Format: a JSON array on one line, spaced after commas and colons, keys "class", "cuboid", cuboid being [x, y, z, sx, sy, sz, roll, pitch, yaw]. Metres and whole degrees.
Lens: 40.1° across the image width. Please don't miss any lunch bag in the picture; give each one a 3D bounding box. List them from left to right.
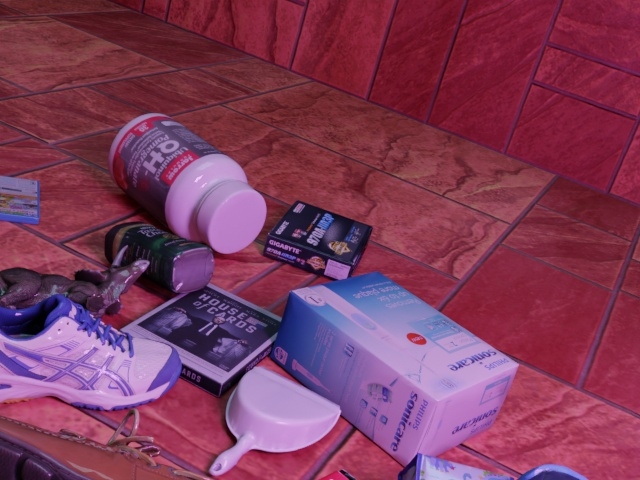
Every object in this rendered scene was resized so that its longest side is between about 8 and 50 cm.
[{"class": "lunch bag", "cuboid": [0.152, 0.343, 1.021, 0.129, 0.096, 0.151, 14, 52, -6]}]

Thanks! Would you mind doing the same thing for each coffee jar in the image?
[{"class": "coffee jar", "cuboid": [-0.268, 0.024, 1.438, 0.184, 0.079, 0.096, 18, 19, 36]}]

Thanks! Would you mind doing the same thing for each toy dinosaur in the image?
[{"class": "toy dinosaur", "cuboid": [-0.393, 0.087, 1.243, 0.313, 0.121, 0.160, 0, 16, -25]}]

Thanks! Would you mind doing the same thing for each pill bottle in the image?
[{"class": "pill bottle", "cuboid": [-0.248, -0.104, 1.653, 0.176, 0.176, 0.318, -8, 33, -44]}]

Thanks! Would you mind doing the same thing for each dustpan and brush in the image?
[{"class": "dustpan and brush", "cuboid": [-0.081, 0.245, 1.147, 0.147, 0.060, 0.211, 24, 17, 20]}]

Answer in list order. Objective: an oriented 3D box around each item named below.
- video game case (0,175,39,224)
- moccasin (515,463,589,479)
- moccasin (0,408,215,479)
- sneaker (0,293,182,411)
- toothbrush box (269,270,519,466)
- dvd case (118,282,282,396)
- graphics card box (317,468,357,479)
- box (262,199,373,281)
[{"class": "video game case", "cuboid": [-0.570, -0.078, 1.582, 0.119, 0.015, 0.166, 8, 24, -21]}, {"class": "moccasin", "cuboid": [0.351, 0.395, 0.981, 0.342, 0.137, 0.117, 31, 46, 6]}, {"class": "moccasin", "cuboid": [-0.204, 0.265, 0.901, 0.380, 0.139, 0.147, 15, 17, 2]}, {"class": "sneaker", "cuboid": [-0.312, 0.137, 1.125, 0.296, 0.131, 0.112, 5, 24, -30]}, {"class": "toothbrush box", "cuboid": [0.107, 0.181, 1.316, 0.216, 0.126, 0.295, -9, 35, -46]}, {"class": "dvd case", "cuboid": [-0.168, 0.142, 1.340, 0.179, 0.029, 0.239, 24, 25, 16]}, {"class": "graphics card box", "cuboid": [-0.104, 0.342, 0.669, 0.094, 0.233, 0.371, 34, 28, 34]}, {"class": "box", "cuboid": [0.000, 0.000, 1.746, 0.175, 0.051, 0.220, 20, 24, 7]}]
